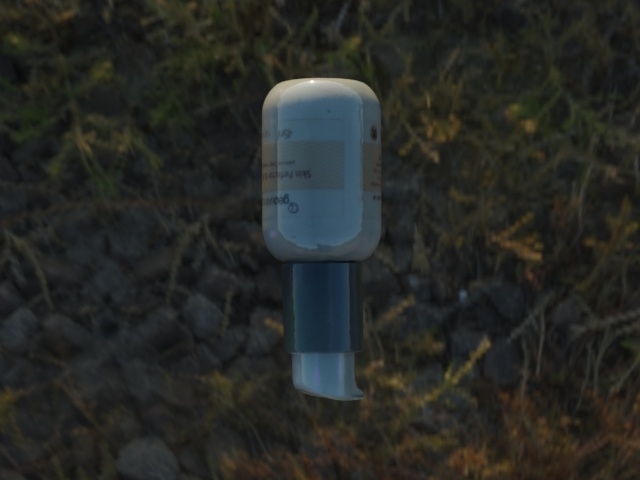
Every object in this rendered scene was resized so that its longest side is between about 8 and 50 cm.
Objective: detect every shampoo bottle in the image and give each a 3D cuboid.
[{"bbox_3d":[0.000,0.000,0.991,0.074,0.074,0.192,1,88,6],"label":"shampoo bottle"}]
